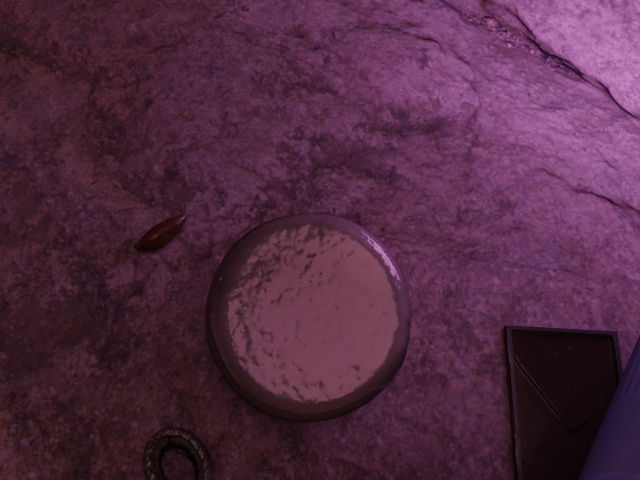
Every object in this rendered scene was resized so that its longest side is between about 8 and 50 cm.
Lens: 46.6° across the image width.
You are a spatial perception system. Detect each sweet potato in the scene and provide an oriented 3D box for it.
[{"bbox_3d":[-0.242,-0.011,1.137,0.095,0.034,0.034,-37,75,-17],"label":"sweet potato"}]

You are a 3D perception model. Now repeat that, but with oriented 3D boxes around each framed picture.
[{"bbox_3d":[0.369,0.249,1.103,0.184,0.016,0.250,3,65,-5],"label":"framed picture"}]

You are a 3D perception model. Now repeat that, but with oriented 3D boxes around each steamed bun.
[{"bbox_3d":[-0.017,0.107,1.028,0.283,0.177,0.283,0,76,-1],"label":"steamed bun"}]

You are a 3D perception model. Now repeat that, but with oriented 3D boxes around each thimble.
[{"bbox_3d":[-0.186,0.303,0.986,0.084,0.062,0.110,-39,76,-22],"label":"thimble"}]

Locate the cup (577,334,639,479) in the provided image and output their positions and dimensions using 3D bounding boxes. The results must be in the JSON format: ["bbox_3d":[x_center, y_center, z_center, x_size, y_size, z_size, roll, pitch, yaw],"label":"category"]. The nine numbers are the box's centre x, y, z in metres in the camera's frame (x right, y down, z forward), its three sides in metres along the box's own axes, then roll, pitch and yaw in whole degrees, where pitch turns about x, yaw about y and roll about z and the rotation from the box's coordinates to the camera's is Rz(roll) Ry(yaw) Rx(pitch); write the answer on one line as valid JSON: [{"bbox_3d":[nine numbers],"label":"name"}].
[{"bbox_3d":[0.506,0.243,0.942,0.257,0.331,0.311,28,58,14],"label":"cup"}]

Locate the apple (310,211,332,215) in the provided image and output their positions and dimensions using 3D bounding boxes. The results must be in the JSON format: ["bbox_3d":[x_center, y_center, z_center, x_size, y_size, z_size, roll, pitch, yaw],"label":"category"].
[{"bbox_3d":[0.000,0.000,1.142,0.084,0.071,0.084,3,58,-4],"label":"apple"}]
